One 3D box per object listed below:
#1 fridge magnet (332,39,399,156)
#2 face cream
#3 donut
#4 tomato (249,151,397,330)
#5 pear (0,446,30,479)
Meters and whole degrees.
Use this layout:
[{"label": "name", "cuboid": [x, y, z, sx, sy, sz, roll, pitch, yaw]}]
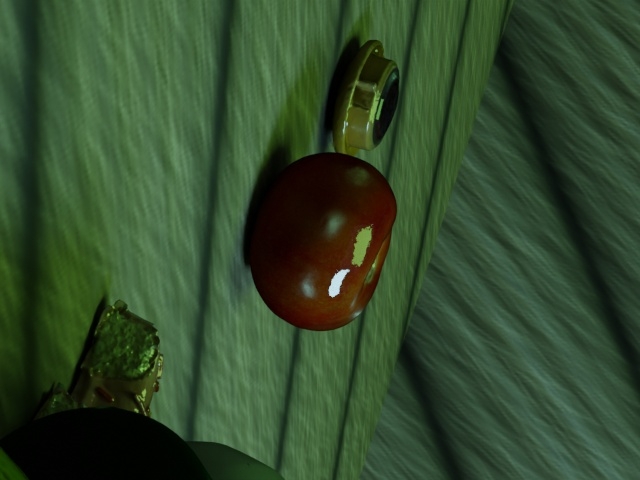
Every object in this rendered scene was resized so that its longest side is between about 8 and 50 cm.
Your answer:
[{"label": "fridge magnet", "cuboid": [0.051, -0.160, 2.145, 0.143, 0.063, 0.143, 16, 90, -77]}, {"label": "face cream", "cuboid": [-0.127, 0.297, 1.391, 0.312, 0.219, 0.357, -54, 149, -21]}, {"label": "donut", "cuboid": [-0.177, 0.141, 1.489, 0.117, 0.065, 0.166, 96, 18, -47]}, {"label": "tomato", "cuboid": [0.000, 0.000, 1.957, 0.195, 0.136, 0.195, 21, 90, -81]}, {"label": "pear", "cuboid": [-0.200, 0.204, 0.898, 0.176, 0.282, 0.286, 35, 74, -70]}]
